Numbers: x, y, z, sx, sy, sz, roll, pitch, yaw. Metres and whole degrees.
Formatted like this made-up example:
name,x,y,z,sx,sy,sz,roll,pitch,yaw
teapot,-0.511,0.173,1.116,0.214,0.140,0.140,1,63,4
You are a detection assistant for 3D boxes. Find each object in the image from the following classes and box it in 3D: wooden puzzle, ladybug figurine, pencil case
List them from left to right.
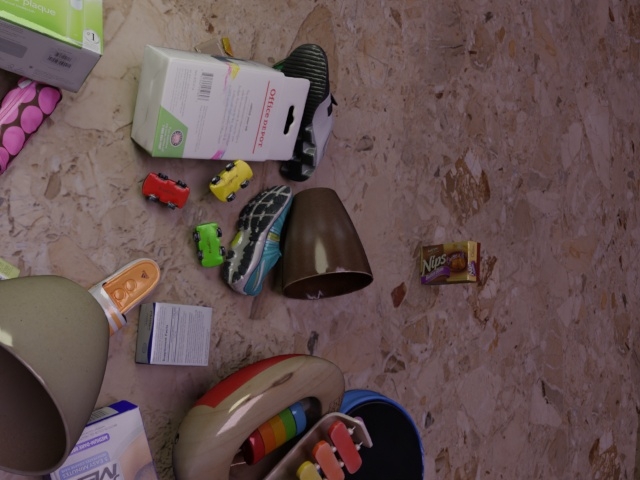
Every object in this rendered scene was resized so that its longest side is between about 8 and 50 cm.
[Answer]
name,x,y,z,sx,sy,sz,roll,pitch,yaw
pencil case,-0.565,-0.220,1.328,0.095,0.098,0.209,31,64,-13
wooden puzzle,-0.248,-0.423,1.670,0.116,0.014,0.078,-28,98,-38
ladybug figurine,-0.131,0.379,1.538,0.449,0.162,0.305,-21,130,-41

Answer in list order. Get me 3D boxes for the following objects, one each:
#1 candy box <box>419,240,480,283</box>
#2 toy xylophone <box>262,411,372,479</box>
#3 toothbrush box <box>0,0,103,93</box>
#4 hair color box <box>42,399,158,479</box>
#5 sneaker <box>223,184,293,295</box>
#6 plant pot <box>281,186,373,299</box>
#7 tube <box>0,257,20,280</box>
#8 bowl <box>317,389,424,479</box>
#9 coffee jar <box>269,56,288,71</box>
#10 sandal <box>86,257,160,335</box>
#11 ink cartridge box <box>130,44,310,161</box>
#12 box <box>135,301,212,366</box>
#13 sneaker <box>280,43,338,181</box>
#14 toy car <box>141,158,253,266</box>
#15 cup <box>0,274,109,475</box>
name,x,y,z,sx,sy,sz,roll,pitch,yaw
candy box,0.354,0.064,1.992,0.053,0.186,0.109,10,79,-35
toy xylophone,-0.017,0.514,1.557,0.323,0.081,0.236,-48,141,-15
toothbrush box,-0.516,-0.437,1.319,0.206,0.122,0.283,16,50,-37
hair color box,-0.398,0.496,1.363,0.185,0.110,0.339,-17,97,-32
sneaker,-0.136,-0.003,1.674,0.110,0.107,0.275,44,64,-48
plant pot,0.000,0.000,1.719,0.215,0.215,0.230,7,65,-39
tube,-0.646,0.012,1.265,0.240,0.062,0.070,38,22,-26
bowl,0.111,0.572,1.803,0.391,0.077,0.391,5,82,-39
coffee jar,-0.111,-0.372,1.733,0.184,0.079,0.096,-34,106,-36
sandal,-0.410,0.121,1.428,0.265,0.076,0.102,-46,113,-33
ink cartridge box,-0.210,-0.287,1.567,0.353,0.119,0.207,-2,116,-40
box,-0.304,0.196,1.509,0.137,0.072,0.126,11,78,-39
sneaker,-0.026,-0.315,1.720,0.146,0.122,0.330,-47,152,-51
toy car,-0.256,-0.054,1.575,0.239,0.053,0.225,-11,105,-18
cup,-0.495,0.192,1.227,0.331,0.331,0.237,59,33,-18
